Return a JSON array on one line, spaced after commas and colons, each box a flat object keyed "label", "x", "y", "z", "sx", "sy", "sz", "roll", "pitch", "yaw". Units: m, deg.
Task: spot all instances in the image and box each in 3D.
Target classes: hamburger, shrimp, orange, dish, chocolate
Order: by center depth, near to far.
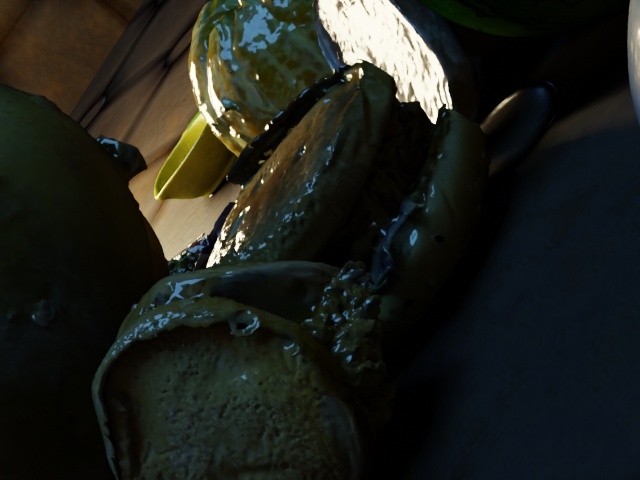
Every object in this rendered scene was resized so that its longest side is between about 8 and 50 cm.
[{"label": "hamburger", "x": -0.063, "y": 0.129, "z": 1.205, "sx": 0.286, "sy": 0.243, "sz": 0.146, "roll": -48, "pitch": 16, "yaw": 23}, {"label": "hamburger", "x": 0.000, "y": 0.000, "z": 1.373, "sx": 0.318, "sy": 0.195, "sz": 0.277, "roll": -34, "pitch": 28, "yaw": 47}, {"label": "chocolate", "x": 0.092, "y": -0.199, "z": 1.501, "sx": 0.080, "sy": 0.254, "sz": 0.157, "roll": -21, "pitch": -29, "yaw": -27}, {"label": "orange", "x": -0.013, "y": -0.237, "z": 1.749, "sx": 0.329, "sy": 0.249, "sz": 0.329, "roll": -39, "pitch": 31, "yaw": 29}, {"label": "shrimp", "x": -0.160, "y": 0.029, "z": 1.896, "sx": 0.165, "sy": 0.065, "sz": 0.057, "roll": -38, "pitch": 55, "yaw": 23}, {"label": "dish", "x": -0.176, "y": -0.127, "z": 2.180, "sx": 0.149, "sy": 0.080, "sz": 0.208, "roll": -24, "pitch": 34, "yaw": 61}]

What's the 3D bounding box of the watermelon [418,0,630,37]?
[{"label": "watermelon", "x": 0.204, "y": -0.357, "z": 1.329, "sx": 0.363, "sy": 0.363, "sz": 0.363, "roll": -44, "pitch": 20, "yaw": 21}]

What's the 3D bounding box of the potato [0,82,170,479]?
[{"label": "potato", "x": -0.278, "y": 0.077, "z": 1.364, "sx": 0.319, "sy": 0.442, "sz": 0.385, "roll": 15, "pitch": 44, "yaw": 39}]

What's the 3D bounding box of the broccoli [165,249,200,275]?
[{"label": "broccoli", "x": -0.204, "y": 0.119, "z": 1.663, "sx": 0.226, "sy": 0.198, "sz": 0.176, "roll": -39, "pitch": -41, "yaw": -52}]

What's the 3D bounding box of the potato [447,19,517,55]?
[{"label": "potato", "x": 0.175, "y": -0.297, "z": 1.572, "sx": 0.251, "sy": 0.159, "sz": 0.174, "roll": -94, "pitch": 10, "yaw": -46}]

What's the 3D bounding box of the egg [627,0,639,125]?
[{"label": "egg", "x": 0.300, "y": -0.164, "z": 1.029, "sx": 0.271, "sy": 0.162, "sz": 0.206, "roll": -53, "pitch": 20, "yaw": -8}]
